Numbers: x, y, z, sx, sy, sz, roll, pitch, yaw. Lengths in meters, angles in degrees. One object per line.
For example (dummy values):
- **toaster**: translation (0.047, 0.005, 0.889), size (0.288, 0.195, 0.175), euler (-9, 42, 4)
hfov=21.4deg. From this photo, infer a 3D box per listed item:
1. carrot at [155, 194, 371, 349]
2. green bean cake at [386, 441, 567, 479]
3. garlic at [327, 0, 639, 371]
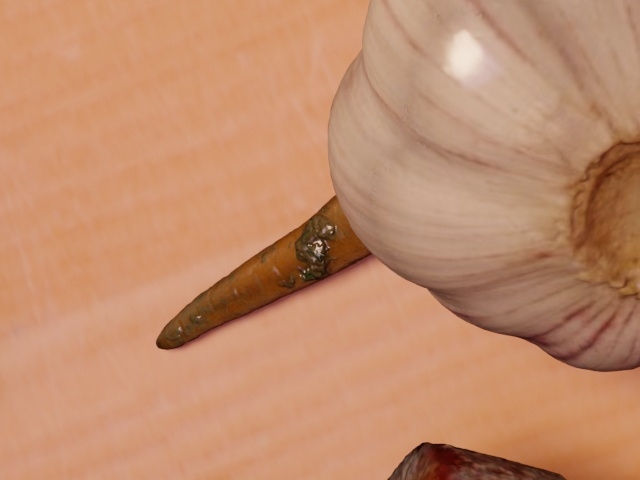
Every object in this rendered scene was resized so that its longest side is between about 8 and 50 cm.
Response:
- **carrot**: translation (0.000, 0.000, 0.906), size (0.254, 0.049, 0.049), euler (-34, 81, 29)
- **green bean cake**: translation (0.050, 0.224, 0.801), size (0.097, 0.198, 0.232), euler (15, 135, -15)
- **garlic**: translation (0.112, -0.094, 0.774), size (0.245, 0.245, 0.253), euler (-41, 42, 24)
